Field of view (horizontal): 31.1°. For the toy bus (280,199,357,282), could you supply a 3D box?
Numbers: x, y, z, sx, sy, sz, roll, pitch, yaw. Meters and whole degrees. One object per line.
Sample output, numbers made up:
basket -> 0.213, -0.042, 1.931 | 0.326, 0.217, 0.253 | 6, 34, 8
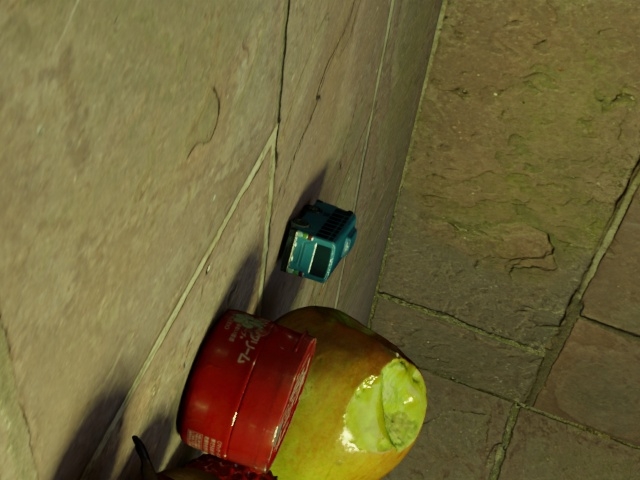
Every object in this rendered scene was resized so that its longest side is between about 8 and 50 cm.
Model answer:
toy bus -> 0.000, 0.000, 2.060 | 0.184, 0.106, 0.090 | -52, 158, -66

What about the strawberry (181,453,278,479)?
strawberry -> -0.172, 0.419, 1.781 | 0.244, 0.205, 0.205 | 17, 93, -60

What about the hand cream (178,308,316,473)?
hand cream -> -0.109, 0.225, 1.732 | 0.230, 0.149, 0.230 | 17, 90, -82

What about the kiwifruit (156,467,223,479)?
kiwifruit -> -0.181, 0.401, 1.525 | 0.234, 0.196, 0.196 | 45, 65, -81

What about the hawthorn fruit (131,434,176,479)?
hawthorn fruit -> -0.199, 0.362, 1.280 | 0.254, 0.254, 0.300 | -38, 120, -75

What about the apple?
apple -> 0.011, 0.286, 2.029 | 0.339, 0.340, 0.339 | 20, 90, -82
